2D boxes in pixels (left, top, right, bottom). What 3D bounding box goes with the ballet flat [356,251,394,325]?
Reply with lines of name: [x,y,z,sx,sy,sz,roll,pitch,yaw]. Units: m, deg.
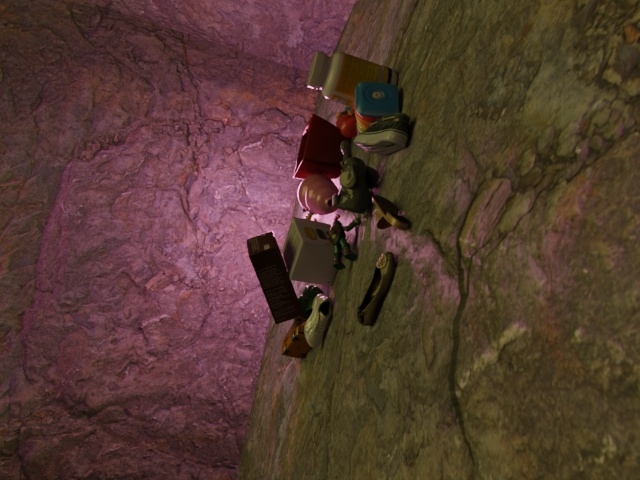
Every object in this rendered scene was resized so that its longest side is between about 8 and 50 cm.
ballet flat: [0.163,0.147,1.366,0.084,0.058,0.249,-107,33,-68]

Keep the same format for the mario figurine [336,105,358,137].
mario figurine: [0.134,-0.621,2.141,0.198,0.170,0.320,67,-153,-43]

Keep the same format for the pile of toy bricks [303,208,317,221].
pile of toy bricks: [-0.036,-0.192,2.719,0.105,0.118,0.212,-48,-31,-46]

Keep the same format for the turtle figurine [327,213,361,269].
turtle figurine: [0.087,-0.008,1.816,0.175,0.118,0.234,117,157,-49]

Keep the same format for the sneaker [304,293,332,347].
sneaker: [-0.005,0.339,1.901,0.115,0.090,0.232,163,120,-73]

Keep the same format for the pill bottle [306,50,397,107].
pill bottle: [0.123,-0.641,1.814,0.188,0.334,0.187,-166,90,-78]

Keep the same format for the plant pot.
plant pot: [0.016,-0.467,2.388,0.267,0.236,0.267,138,144,-70]

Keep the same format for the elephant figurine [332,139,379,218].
elephant figurine: [0.131,-0.235,1.704,0.169,0.186,0.239,-49,-29,-63]

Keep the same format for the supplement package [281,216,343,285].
supplement package: [-0.041,0.046,2.062,0.262,0.199,0.198,-115,40,-60]

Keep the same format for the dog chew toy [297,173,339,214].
dog chew toy: [0.006,-0.220,2.270,0.332,0.207,0.206,-133,57,-68]

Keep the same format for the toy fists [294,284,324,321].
toy fists: [-0.059,0.314,2.183,0.279,0.096,0.142,122,150,-54]

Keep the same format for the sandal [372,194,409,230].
sandal: [0.197,-0.066,1.385,0.240,0.088,0.079,-113,44,-64]

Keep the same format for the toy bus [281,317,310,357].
toy bus: [-0.099,0.469,2.151,0.332,0.108,0.130,118,163,-53]

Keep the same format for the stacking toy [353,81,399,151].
stacking toy: [0.202,-0.458,1.770,0.301,0.166,0.175,94,179,-61]

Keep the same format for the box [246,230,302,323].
box: [-0.212,0.171,2.072,0.191,0.143,0.381,-117,11,-65]

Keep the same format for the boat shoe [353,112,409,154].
boat shoe: [0.229,-0.381,1.603,0.119,0.121,0.335,-68,22,0]
